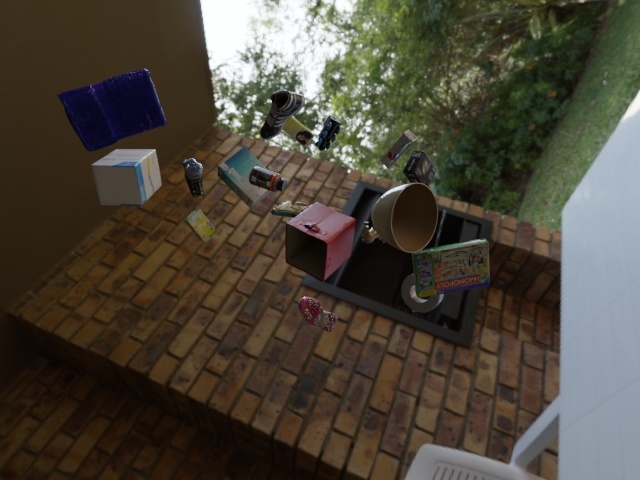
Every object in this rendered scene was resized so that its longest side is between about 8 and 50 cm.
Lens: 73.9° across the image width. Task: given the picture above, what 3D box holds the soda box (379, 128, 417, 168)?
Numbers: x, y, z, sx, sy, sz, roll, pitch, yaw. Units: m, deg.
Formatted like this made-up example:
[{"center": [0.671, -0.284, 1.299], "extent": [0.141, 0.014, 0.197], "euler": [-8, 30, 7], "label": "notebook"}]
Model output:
[{"center": [0.412, -0.482, 2.252], "extent": [0.074, 0.069, 0.216], "euler": [-41, -6, -46], "label": "soda box"}]

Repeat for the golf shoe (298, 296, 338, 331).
[{"center": [-0.038, 0.354, 2.075], "extent": [0.115, 0.140, 0.306], "euler": [-59, -43, -16], "label": "golf shoe"}]

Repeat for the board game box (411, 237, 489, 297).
[{"center": [0.560, 0.121, 1.825], "extent": [0.046, 0.318, 0.213], "euler": [-99, -2, -68], "label": "board game box"}]

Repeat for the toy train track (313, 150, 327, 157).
[{"center": [0.001, -0.436, 2.139], "extent": [0.048, 0.083, 0.014], "euler": [8, -72, -65], "label": "toy train track"}]

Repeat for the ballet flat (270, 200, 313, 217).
[{"center": [-0.131, -0.150, 2.038], "extent": [0.091, 0.241, 0.077], "euler": [-25, 65, 53], "label": "ballet flat"}]

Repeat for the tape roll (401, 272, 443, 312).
[{"center": [0.557, 0.280, 2.330], "extent": [0.072, 0.219, 0.219], "euler": [-13, -57, -55], "label": "tape roll"}]

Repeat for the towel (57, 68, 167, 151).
[{"center": [-0.713, -0.451, 1.495], "extent": [0.308, 0.076, 0.227], "euler": [-28, -36, -19], "label": "towel"}]

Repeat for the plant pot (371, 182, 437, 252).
[{"center": [0.326, -0.103, 1.781], "extent": [0.284, 0.191, 0.283], "euler": [-8, -77, -36], "label": "plant pot"}]

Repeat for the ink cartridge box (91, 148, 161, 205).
[{"center": [-0.777, -0.261, 1.727], "extent": [0.232, 0.172, 0.168], "euler": [-88, -1, -62], "label": "ink cartridge box"}]

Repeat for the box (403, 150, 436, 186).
[{"center": [0.561, -0.390, 2.396], "extent": [0.180, 0.078, 0.147], "euler": [44, -112, -41], "label": "box"}]

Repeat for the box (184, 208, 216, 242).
[{"center": [-0.667, -0.079, 2.382], "extent": [0.105, 0.043, 0.179], "euler": [-52, -51, -29], "label": "box"}]

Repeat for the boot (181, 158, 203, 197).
[{"center": [-0.612, -0.290, 2.095], "extent": [0.085, 0.236, 0.178], "euler": [-21, -54, -19], "label": "boot"}]

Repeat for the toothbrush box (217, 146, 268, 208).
[{"center": [-0.436, -0.375, 2.550], "extent": [0.216, 0.295, 0.126], "euler": [-46, -2, -23], "label": "toothbrush box"}]

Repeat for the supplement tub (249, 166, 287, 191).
[{"center": [-0.286, -0.331, 2.338], "extent": [0.106, 0.198, 0.105], "euler": [20, -90, -78], "label": "supplement tub"}]

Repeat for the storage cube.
[{"center": [0.000, 0.000, 1.577], "extent": [0.193, 0.184, 0.214], "euler": [-39, -35, -42], "label": "storage cube"}]

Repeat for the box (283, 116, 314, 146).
[{"center": [-0.135, -0.593, 2.259], "extent": [0.087, 0.058, 0.232], "euler": [-44, -38, 17], "label": "box"}]

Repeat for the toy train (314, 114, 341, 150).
[{"center": [0.039, -0.549, 2.185], "extent": [0.184, 0.080, 0.105], "euler": [-55, 28, 30], "label": "toy train"}]

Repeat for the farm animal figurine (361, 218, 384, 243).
[{"center": [0.387, -0.057, 2.151], "extent": [0.326, 0.331, 0.172], "euler": [-69, -20, -48], "label": "farm animal figurine"}]

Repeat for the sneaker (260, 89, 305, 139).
[{"center": [-0.210, -0.584, 1.968], "extent": [0.282, 0.099, 0.153], "euler": [-39, -12, 23], "label": "sneaker"}]
